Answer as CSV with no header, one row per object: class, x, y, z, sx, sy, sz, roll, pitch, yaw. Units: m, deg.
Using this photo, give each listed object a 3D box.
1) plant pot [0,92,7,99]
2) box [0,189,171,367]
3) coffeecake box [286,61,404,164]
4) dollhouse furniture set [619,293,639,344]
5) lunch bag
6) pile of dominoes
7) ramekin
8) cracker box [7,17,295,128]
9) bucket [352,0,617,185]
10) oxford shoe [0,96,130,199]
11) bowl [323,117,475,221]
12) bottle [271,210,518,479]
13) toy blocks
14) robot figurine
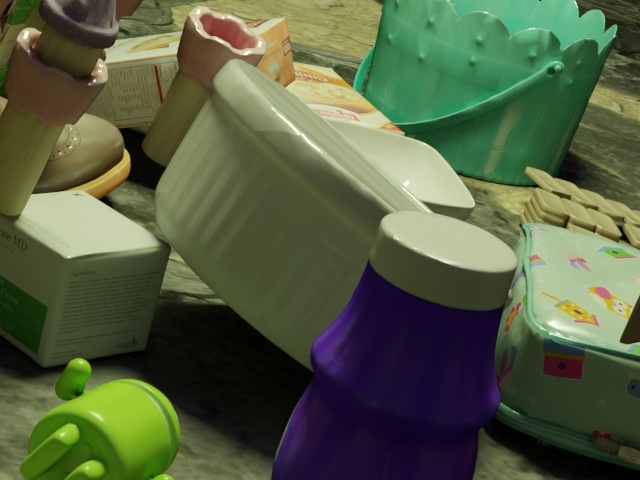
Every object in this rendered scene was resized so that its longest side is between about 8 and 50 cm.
plant pot,-0.381,-0.262,1.696,0.191,0.284,0.284,-5,15,15
box,-0.180,0.025,1.281,0.101,0.087,0.102,30,23,34
coffeecake box,-0.022,-0.124,1.855,0.142,0.068,0.185,7,22,-28
dollhouse furniture set,0.312,0.115,1.178,0.262,0.259,0.135,29,19,25
lunch bag,0.245,0.091,1.426,0.224,0.108,0.279,19,20,-2
pile of dominoes,0.324,0.012,1.854,0.251,0.040,0.196,22,17,-12
ramekin,0.000,0.000,1.326,0.273,0.127,0.273,39,7,-6
cracker box,-0.154,-0.151,1.684,0.232,0.067,0.156,-5,14,15
bucket,0.179,-0.191,2.035,0.281,0.183,0.281,15,19,-5
oxford shoe,-0.297,-0.096,1.448,0.364,0.132,0.130,-1,26,-43
bowl,0.064,-0.054,1.734,0.142,0.053,0.142,11,25,-27
bottle,0.021,0.126,0.875,0.092,0.283,0.118,21,21,11
toy blocks,-0.208,-0.219,1.318,0.309,0.260,0.288,37,25,16
robot figurine,-0.128,0.122,1.087,0.101,0.067,0.115,50,27,9
